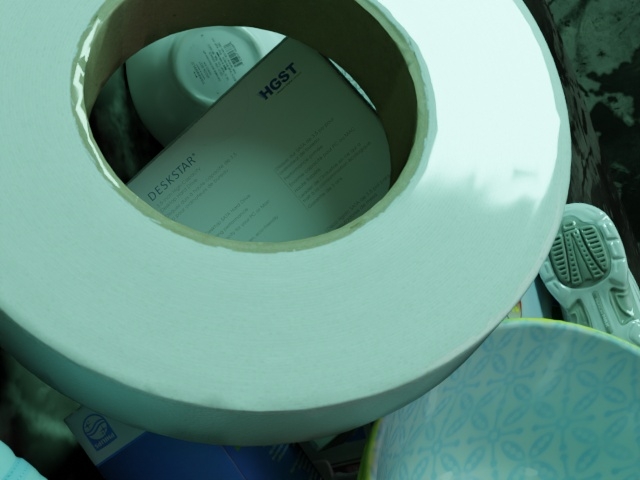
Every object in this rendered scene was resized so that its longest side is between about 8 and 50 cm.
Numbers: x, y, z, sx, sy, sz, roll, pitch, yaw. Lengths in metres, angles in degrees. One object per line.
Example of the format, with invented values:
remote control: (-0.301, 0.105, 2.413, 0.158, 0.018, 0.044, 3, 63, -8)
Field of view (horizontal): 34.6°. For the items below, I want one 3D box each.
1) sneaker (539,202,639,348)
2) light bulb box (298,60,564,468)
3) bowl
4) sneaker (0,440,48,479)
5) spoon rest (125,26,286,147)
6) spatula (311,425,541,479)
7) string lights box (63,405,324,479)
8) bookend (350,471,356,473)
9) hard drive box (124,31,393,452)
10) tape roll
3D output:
sneaker: (0.255, 0.084, 0.893, 0.115, 0.090, 0.232, 15, 63, -65)
light bulb box: (0.093, 0.009, 0.967, 0.358, 0.225, 0.361, 10, 66, -62)
bowl: (0.140, 0.209, 0.640, 0.289, 0.156, 0.289, 10, 50, -12)
sneaker: (-0.230, 0.178, 0.359, 0.150, 0.135, 0.366, 53, 30, 10)
spoon rest: (-0.112, -0.190, 0.816, 0.276, 0.137, 0.084, 65, -12, -5)
spatula: (0.067, 0.230, 0.770, 0.019, 0.242, 0.168, -32, 103, -75)
string lights box: (-0.038, 0.184, 0.652, 0.259, 0.077, 0.133, 55, 9, 1)
bookend: (0.051, 0.296, 0.890, 0.157, 0.072, 0.156, -25, 97, -64)
hard drive box: (0.000, 0.000, 0.724, 0.232, 0.181, 0.089, 50, 5, 13)
tape roll: (-0.043, -0.074, 0.619, 0.072, 0.392, 0.392, 112, -21, -61)
